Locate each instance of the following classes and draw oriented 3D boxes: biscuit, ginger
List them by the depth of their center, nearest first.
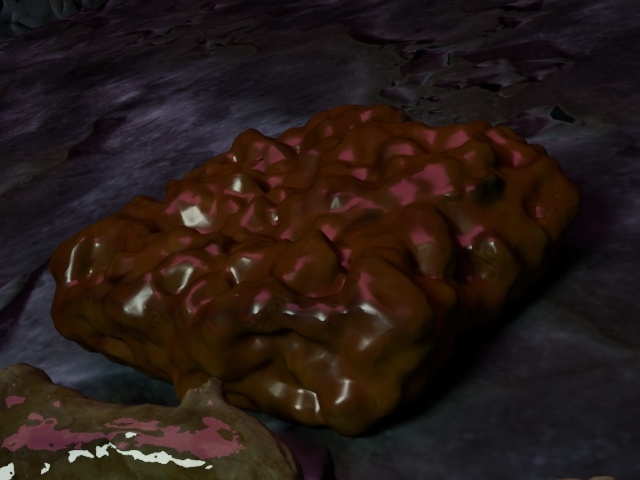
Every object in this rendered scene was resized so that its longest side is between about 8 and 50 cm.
[{"bbox_3d":[-0.174,0.134,0.590,0.333,0.081,0.148,-12,40,12],"label":"ginger"},{"bbox_3d":[0.000,0.000,0.750,0.318,0.111,0.312,5,31,42],"label":"biscuit"}]

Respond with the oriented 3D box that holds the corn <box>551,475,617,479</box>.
[{"bbox_3d":[0.098,0.180,0.303,0.098,0.098,0.290,-15,27,5],"label":"corn"}]
